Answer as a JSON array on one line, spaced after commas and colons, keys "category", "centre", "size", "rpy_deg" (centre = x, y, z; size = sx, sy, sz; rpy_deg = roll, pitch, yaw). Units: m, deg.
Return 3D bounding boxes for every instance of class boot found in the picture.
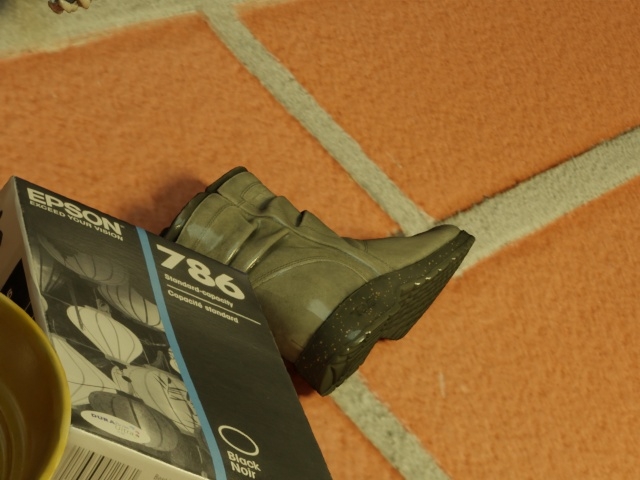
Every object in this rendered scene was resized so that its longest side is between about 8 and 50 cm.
[{"category": "boot", "centre": [0.000, 0.000, 1.282], "size": [0.161, 0.083, 0.246], "rpy_deg": [40, 28, 11]}]

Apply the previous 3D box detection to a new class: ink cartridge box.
[{"category": "ink cartridge box", "centre": [-0.101, 0.059, 1.021], "size": [0.165, 0.065, 0.333], "rpy_deg": [24, 18, -26]}]

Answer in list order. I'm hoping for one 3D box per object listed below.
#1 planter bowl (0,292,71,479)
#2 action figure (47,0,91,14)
[{"category": "planter bowl", "centre": [-0.224, 0.104, 0.848], "size": [0.217, 0.090, 0.217], "rpy_deg": [7, 38, -5]}, {"category": "action figure", "centre": [-0.227, -0.225, 1.264], "size": [0.164, 0.141, 0.275], "rpy_deg": [0, 2, -13]}]
